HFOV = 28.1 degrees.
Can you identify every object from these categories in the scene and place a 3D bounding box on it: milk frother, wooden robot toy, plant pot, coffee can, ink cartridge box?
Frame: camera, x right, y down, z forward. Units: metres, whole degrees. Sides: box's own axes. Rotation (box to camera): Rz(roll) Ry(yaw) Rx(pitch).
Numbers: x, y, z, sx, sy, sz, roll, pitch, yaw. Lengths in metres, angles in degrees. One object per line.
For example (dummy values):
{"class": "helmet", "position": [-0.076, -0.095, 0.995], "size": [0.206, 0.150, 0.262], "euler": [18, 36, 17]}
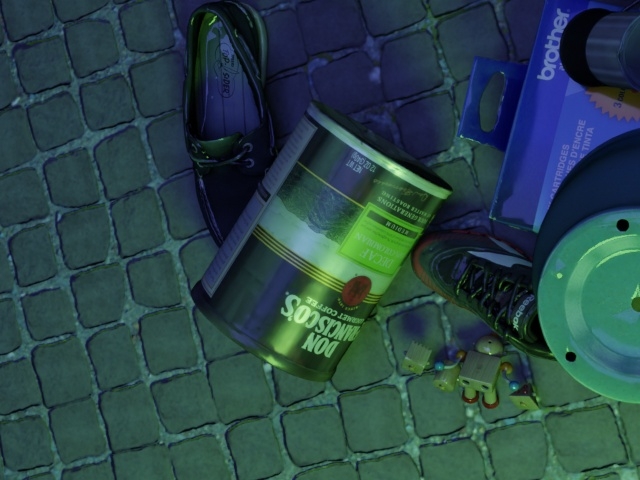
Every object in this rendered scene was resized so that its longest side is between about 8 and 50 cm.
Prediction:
{"class": "milk frother", "position": [0.317, -0.229, 1.290], "size": [0.129, 0.135, 0.143], "euler": [-24, 106, -11]}
{"class": "wooden robot toy", "position": [0.191, 0.149, 1.547], "size": [0.173, 0.076, 0.079], "euler": [14, 59, 19]}
{"class": "plant pot", "position": [0.323, 0.034, 1.239], "size": [0.272, 0.255, 0.271], "euler": [5, 102, 22]}
{"class": "coffee can", "position": [0.000, 0.000, 1.529], "size": [0.201, 0.201, 0.275], "euler": [35, 100, 16]}
{"class": "ink cartridge box", "position": [0.360, -0.116, 1.436], "size": [0.395, 0.151, 0.270], "euler": [15, 94, 20]}

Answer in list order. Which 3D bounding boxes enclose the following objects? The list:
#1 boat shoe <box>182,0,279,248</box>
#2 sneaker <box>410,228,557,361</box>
{"class": "boat shoe", "position": [-0.119, -0.140, 1.617], "size": [0.127, 0.113, 0.340], "euler": [1, 90, 19]}
{"class": "sneaker", "position": [0.222, 0.063, 1.488], "size": [0.276, 0.135, 0.097], "euler": [27, 100, 19]}
